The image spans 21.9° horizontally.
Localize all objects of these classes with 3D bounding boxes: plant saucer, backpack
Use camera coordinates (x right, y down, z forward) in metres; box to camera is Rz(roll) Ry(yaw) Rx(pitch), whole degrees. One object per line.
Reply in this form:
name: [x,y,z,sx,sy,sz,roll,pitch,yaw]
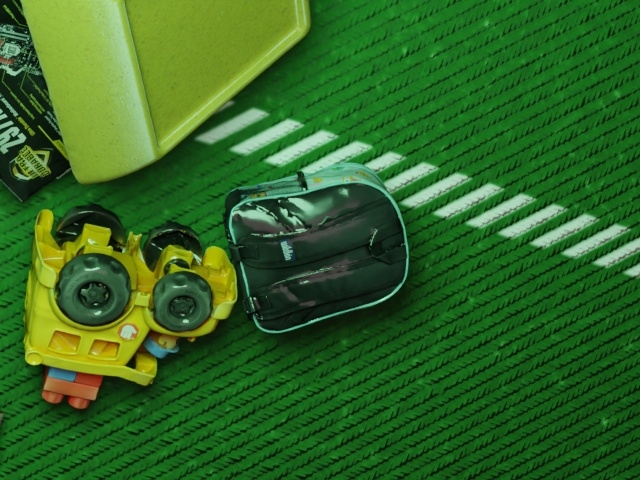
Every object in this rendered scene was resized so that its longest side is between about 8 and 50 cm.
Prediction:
plant saucer: [-0.123,-0.237,1.610,0.333,0.081,0.332,-43,150,-24]
backpack: [0.000,0.000,1.821,0.188,0.144,0.165,-13,106,4]

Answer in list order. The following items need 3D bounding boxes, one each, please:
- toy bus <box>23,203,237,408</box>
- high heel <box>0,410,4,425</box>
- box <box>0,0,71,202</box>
toy bus: [-0.221,0.090,1.810,0.220,0.149,0.211,11,114,-16]
high heel: [-0.533,0.243,1.778,0.377,0.127,0.181,12,90,-17]
box: [-0.273,-0.200,1.653,0.257,0.079,0.322,-34,151,0]
